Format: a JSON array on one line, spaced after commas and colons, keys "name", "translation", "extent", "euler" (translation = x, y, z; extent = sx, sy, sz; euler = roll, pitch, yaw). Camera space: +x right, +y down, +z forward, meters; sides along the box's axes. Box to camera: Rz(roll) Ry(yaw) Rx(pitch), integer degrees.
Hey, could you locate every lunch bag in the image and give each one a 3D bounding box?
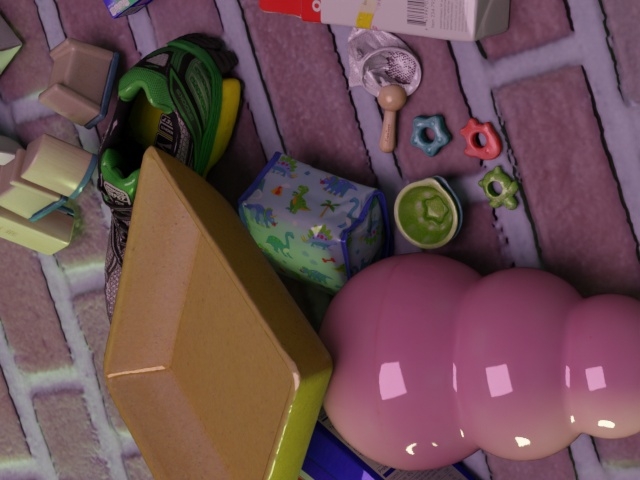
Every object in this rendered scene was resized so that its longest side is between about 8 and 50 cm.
[{"name": "lunch bag", "translation": [0.000, 0.000, 1.534], "extent": [0.128, 0.096, 0.151], "euler": [22, 145, 25]}]

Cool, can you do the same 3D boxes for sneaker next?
[{"name": "sneaker", "translation": [-0.188, -0.045, 1.605], "extent": [0.134, 0.146, 0.344], "euler": [21, 116, 26]}]

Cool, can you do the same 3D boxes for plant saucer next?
[{"name": "plant saucer", "translation": [-0.097, 0.126, 1.491], "extent": [0.333, 0.081, 0.333], "euler": [54, 142, 37]}]

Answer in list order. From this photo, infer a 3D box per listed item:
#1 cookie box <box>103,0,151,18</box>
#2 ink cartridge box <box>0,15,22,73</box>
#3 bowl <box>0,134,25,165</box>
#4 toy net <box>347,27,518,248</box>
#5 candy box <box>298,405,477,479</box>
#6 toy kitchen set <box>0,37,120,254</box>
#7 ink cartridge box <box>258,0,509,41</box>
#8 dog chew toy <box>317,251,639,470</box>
[{"name": "cookie box", "translation": [-0.202, -0.301, 1.593], "extent": [0.092, 0.040, 0.107], "euler": [-29, 89, 36]}, {"name": "ink cartridge box", "translation": [-0.504, -0.203, 1.767], "extent": [0.211, 0.121, 0.289], "euler": [52, 125, 8]}, {"name": "bowl", "translation": [-0.421, -0.081, 1.755], "extent": [0.142, 0.142, 0.053], "euler": [-45, 54, 34]}, {"name": "toy net", "translation": [0.093, -0.113, 1.465], "extent": [0.122, 0.045, 0.232], "euler": [-27, 90, 36]}, {"name": "candy box", "translation": [0.042, 0.326, 1.596], "extent": [0.317, 0.122, 0.268], "euler": [40, 123, 17]}, {"name": "toy kitchen set", "translation": [-0.289, -0.102, 1.689], "extent": [0.207, 0.122, 0.166], "euler": [-23, 51, 50]}, {"name": "ink cartridge box", "translation": [0.058, -0.266, 1.416], "extent": [0.231, 0.078, 0.134], "euler": [13, 111, 29]}, {"name": "dog chew toy", "translation": [0.167, 0.113, 1.409], "extent": [0.331, 0.206, 0.207], "euler": [0, 106, 24]}]
